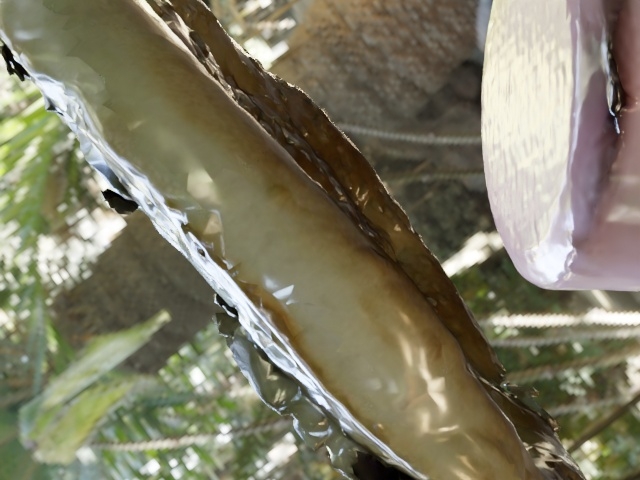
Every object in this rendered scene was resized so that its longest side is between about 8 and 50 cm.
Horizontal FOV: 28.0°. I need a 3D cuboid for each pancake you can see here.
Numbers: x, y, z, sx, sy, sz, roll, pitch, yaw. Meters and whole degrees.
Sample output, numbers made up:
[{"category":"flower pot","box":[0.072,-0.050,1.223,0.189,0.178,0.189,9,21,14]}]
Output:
[{"category":"pancake","box":[-0.001,0.001,0.575,0.382,0.071,0.382,48,-174,-7]}]

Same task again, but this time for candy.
[{"category":"candy","box":[0.169,-0.088,0.781,0.255,0.095,0.255,-179,90,-82]}]
